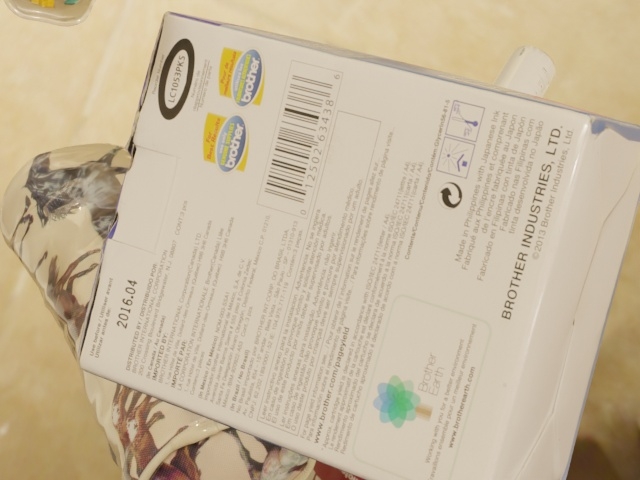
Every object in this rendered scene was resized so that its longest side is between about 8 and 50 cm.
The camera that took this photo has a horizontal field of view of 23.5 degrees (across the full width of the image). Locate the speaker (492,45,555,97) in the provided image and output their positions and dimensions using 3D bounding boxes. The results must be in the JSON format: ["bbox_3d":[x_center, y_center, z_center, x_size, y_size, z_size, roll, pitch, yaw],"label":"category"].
[{"bbox_3d":[0.202,-0.146,1.635,0.055,0.136,0.055,19,140,17],"label":"speaker"}]

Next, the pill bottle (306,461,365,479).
[{"bbox_3d":[0.072,0.242,1.579,0.224,0.224,0.392,15,128,-10],"label":"pill bottle"}]

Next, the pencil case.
[{"bbox_3d":[-0.153,0.079,1.361,0.160,0.410,0.183,-23,138,-13],"label":"pencil case"}]

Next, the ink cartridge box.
[{"bbox_3d":[0.000,0.000,1.081,0.395,0.151,0.270,17,95,27],"label":"ink cartridge box"}]

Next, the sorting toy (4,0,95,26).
[{"bbox_3d":[-0.185,-0.166,1.034,0.083,0.075,0.045,10,120,-16],"label":"sorting toy"}]
